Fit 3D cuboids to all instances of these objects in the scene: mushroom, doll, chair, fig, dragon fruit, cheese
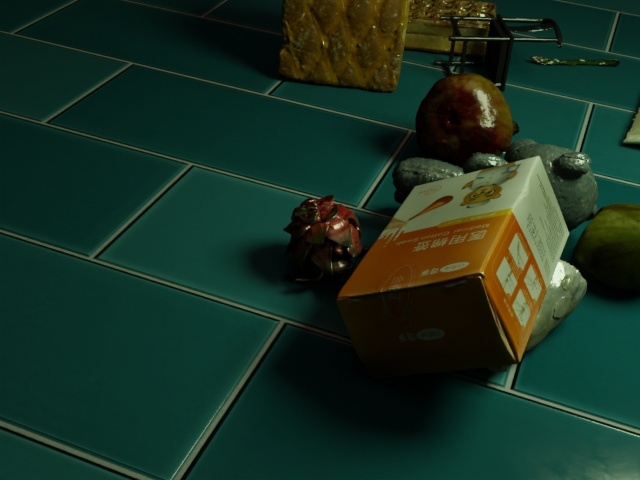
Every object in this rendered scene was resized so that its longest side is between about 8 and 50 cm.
[{"bbox_3d":[0.299,0.112,1.220,0.081,0.092,0.223,32,52,30],"label":"mushroom"},{"bbox_3d":[0.292,-0.108,1.405,0.341,0.246,0.158,9,74,17],"label":"doll"},{"bbox_3d":[0.409,-0.442,1.959,0.260,0.141,0.154,0,36,-3],"label":"chair"},{"bbox_3d":[0.497,0.007,1.343,0.166,0.154,0.144,-1,61,59],"label":"fig"},{"bbox_3d":[0.325,-0.223,1.630,0.290,0.190,0.190,0,33,-31],"label":"fig"},{"bbox_3d":[0.007,-0.001,1.316,0.121,0.130,0.142,2,75,-17],"label":"dragon fruit"},{"bbox_3d":[0.753,-0.302,1.877,0.085,0.034,0.400,-3,29,34],"label":"cheese"}]

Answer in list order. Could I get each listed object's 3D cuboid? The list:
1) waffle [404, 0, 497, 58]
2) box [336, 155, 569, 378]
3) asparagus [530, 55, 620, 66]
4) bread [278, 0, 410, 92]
[{"bbox_3d":[0.293,-0.555,2.147,0.308,0.091,0.213,9,35,6],"label":"waffle"},{"bbox_3d":[0.196,0.036,1.193,0.225,0.143,0.341,-13,25,34],"label":"box"},{"bbox_3d":[0.631,-0.445,2.093,0.233,0.022,0.023,0,80,-10],"label":"asparagus"},{"bbox_3d":[0.057,-0.504,1.895,0.279,0.279,0.207,5,33,4],"label":"bread"}]
